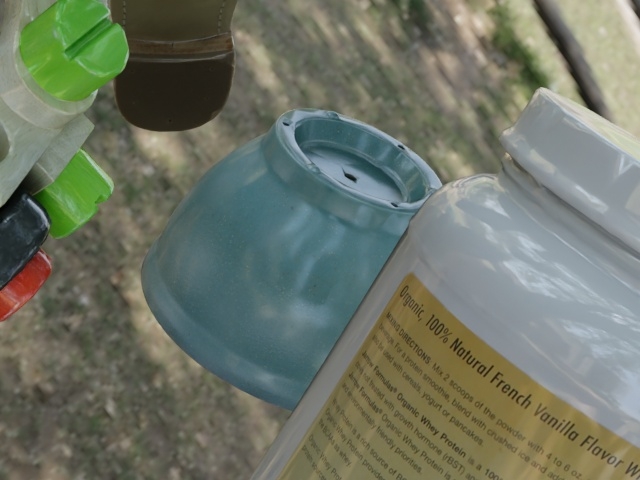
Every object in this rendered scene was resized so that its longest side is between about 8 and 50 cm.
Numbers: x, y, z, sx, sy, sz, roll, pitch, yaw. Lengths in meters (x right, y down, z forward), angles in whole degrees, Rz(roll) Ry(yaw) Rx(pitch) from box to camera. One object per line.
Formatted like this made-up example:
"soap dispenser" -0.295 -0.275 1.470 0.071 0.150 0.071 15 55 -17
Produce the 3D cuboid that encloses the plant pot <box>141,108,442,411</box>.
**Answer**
"plant pot" 0.000 0.000 1.345 0.293 0.196 0.293 20 28 -11

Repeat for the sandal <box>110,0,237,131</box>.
"sandal" -0.063 -0.151 0.666 0.088 0.240 0.079 0 59 -16

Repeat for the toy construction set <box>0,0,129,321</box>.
"toy construction set" -0.150 -0.052 0.533 0.151 0.328 0.215 36 42 -10

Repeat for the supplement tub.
"supplement tub" 0.100 0.110 0.678 0.228 0.316 0.228 30 13 -8
